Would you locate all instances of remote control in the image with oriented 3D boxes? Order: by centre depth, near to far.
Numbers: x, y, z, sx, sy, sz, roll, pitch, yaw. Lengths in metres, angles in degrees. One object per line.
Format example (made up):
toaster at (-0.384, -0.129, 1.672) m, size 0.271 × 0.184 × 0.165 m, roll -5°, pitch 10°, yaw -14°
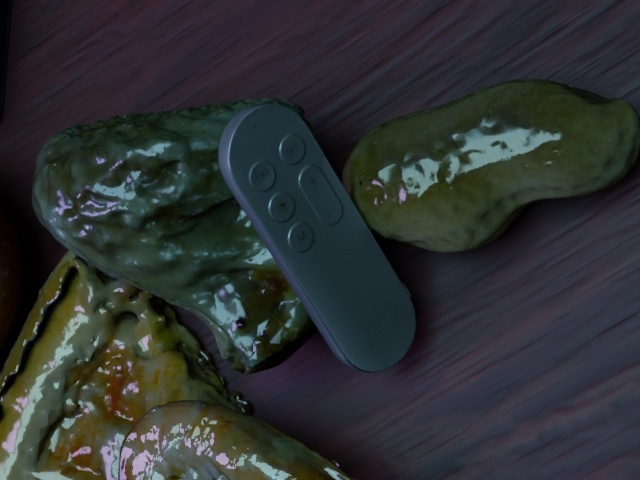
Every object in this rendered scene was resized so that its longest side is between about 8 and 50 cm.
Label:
remote control at (0.000, 0.000, 1.494) m, size 0.077 × 0.245 × 0.022 m, roll -41°, pitch 26°, yaw -20°

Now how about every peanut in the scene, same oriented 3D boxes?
peanut at (0.134, -0.058, 1.514) m, size 0.236 × 0.110 × 0.120 m, roll -12°, pitch 60°, yaw 15°

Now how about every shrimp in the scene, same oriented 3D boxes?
shrimp at (-0.059, 0.206, 1.517) m, size 0.236 × 0.053 × 0.133 m, roll 18°, pitch 80°, yaw 22°

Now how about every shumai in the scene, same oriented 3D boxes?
shumai at (-0.113, -0.002, 1.572) m, size 0.260 × 0.225 × 0.222 m, roll 3°, pitch 103°, yaw 40°

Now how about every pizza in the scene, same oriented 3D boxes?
pizza at (-0.185, 0.275, 1.623) m, size 0.392 × 0.080 × 0.435 m, roll -47°, pitch 66°, yaw 11°

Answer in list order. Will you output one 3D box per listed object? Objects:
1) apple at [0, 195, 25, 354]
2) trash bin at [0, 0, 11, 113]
apple at (-0.390, 0.036, 1.658) m, size 0.206 × 0.251 × 0.272 m, roll 24°, pitch 110°, yaw 40°
trash bin at (-0.404, -0.186, 1.773) m, size 0.225 × 0.115 × 0.165 m, roll 1°, pitch 82°, yaw 21°
